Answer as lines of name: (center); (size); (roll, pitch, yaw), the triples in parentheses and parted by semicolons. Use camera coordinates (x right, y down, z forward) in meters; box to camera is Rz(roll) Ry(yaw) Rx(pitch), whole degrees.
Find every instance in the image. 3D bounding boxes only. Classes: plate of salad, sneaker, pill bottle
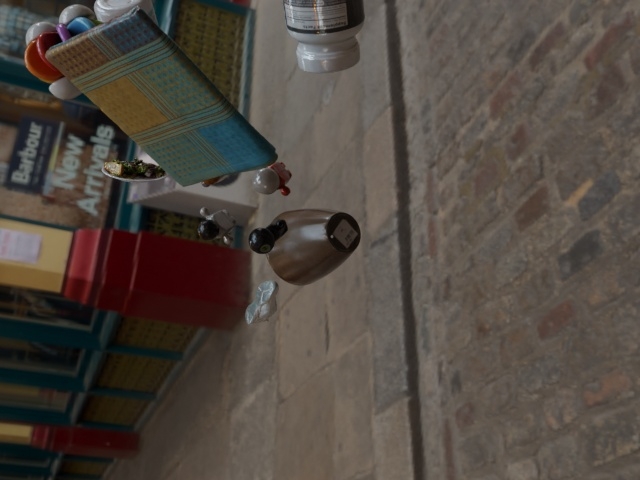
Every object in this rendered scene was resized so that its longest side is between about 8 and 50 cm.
plate of salad: (-0.562, -0.220, 2.190); (0.200, 0.200, 0.048); (-122, 37, -64)
sneaker: (-0.133, 0.151, 1.779); (0.152, 0.061, 0.053); (-56, 42, 39)
pill bottle: (-0.494, -0.524, 1.917); (0.264, 0.146, 0.146); (82, 180, -45)
pill bottle: (0.004, -0.486, 1.420); (0.162, 0.162, 0.278); (-107, 8, -55)

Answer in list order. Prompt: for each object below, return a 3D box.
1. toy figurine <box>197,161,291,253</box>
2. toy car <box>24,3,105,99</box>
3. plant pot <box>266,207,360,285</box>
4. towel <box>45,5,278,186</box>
toy figurine: (-0.175, -0.083, 1.616); (0.148, 0.210, 0.213); (-46, -36, -70)
toy car: (-0.504, -0.383, 1.439); (0.159, 0.182, 0.136); (63, 179, -4)
plant pot: (0.000, 0.000, 1.920); (0.230, 0.215, 0.215); (-18, 61, 55)
towel: (-0.278, -0.241, 1.292); (0.271, 0.370, 0.040); (-7, 50, 37)
